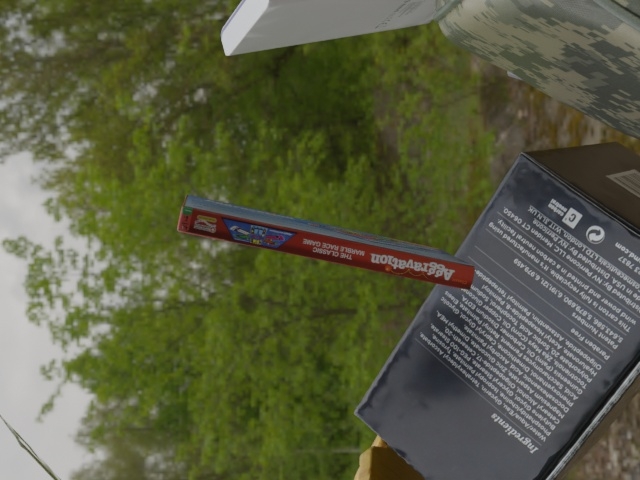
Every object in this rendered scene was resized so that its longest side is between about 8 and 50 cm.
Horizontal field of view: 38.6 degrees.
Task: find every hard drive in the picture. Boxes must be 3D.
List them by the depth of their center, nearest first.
[{"bbox_3d":[0.044,-0.319,1.224,0.210,0.318,0.040,160,96,-69],"label":"hard drive"}]

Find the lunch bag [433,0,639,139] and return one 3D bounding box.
[{"bbox_3d":[0.216,-0.194,0.487,0.256,0.212,0.305,-63,2,7],"label":"lunch bag"}]

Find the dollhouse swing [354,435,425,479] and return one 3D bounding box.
[{"bbox_3d":[0.072,0.554,1.396,0.315,0.305,0.347,44,-157,-15],"label":"dollhouse swing"}]

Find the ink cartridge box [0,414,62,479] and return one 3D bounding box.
[{"bbox_3d":[-0.280,0.294,0.986,0.235,0.056,0.171,52,160,-22],"label":"ink cartridge box"}]

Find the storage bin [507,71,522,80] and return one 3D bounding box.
[{"bbox_3d":[0.302,-0.231,1.135,0.091,0.135,0.098,26,117,48],"label":"storage bin"}]

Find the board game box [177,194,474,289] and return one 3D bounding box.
[{"bbox_3d":[0.000,0.000,0.914,0.145,0.281,0.027,-129,51,-80],"label":"board game box"}]

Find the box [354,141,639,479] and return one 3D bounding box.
[{"bbox_3d":[0.373,0.124,1.393,0.479,0.297,0.472,-12,-45,-57],"label":"box"}]
